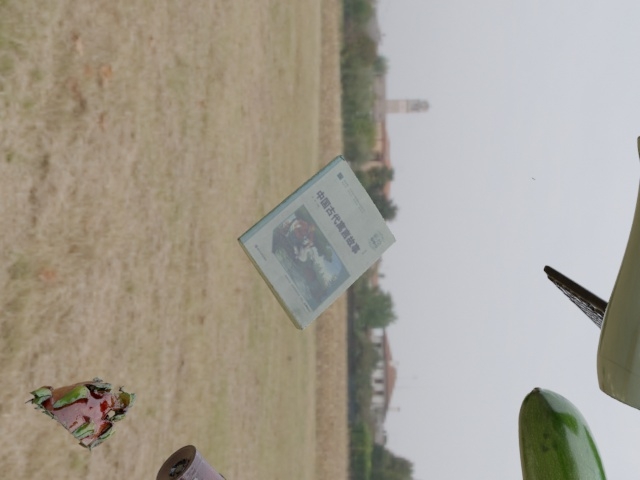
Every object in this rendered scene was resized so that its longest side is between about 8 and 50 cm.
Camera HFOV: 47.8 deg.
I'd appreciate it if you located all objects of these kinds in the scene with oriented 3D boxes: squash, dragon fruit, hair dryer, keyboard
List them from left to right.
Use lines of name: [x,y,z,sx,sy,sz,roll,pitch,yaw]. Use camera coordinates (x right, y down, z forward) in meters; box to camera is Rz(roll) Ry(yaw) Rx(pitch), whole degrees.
dragon fruit: [-0.403,0.286,1.219,0.175,0.138,0.142,-25,147,-44]
squash: [0.312,0.377,0.893,0.107,0.107,0.395,55,29,-84]
keyboard: [0.295,0.080,0.721,0.381,0.041,0.103,45,0,-33]
hair dryer: [0.335,0.038,0.528,0.075,0.237,0.206,-5,105,-84]

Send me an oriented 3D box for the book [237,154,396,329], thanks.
book: [0.000,0.000,1.338,0.282,0.025,0.215,-44,110,-29]

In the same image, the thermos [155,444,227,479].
thermos: [-0.199,0.499,1.360,0.232,0.099,0.124,53,-22,-19]
